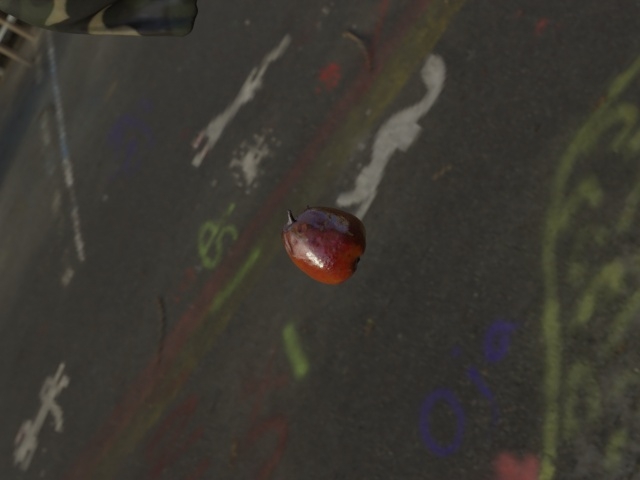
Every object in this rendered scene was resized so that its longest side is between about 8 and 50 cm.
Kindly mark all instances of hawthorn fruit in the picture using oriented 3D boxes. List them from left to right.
[{"bbox_3d":[0.000,0.000,1.164,0.081,0.093,0.081,-155,90,-83],"label":"hawthorn fruit"}]

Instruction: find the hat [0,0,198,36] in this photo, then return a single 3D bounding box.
[{"bbox_3d":[-0.139,-0.362,0.848,0.382,0.366,0.257,-21,15,44],"label":"hat"}]
